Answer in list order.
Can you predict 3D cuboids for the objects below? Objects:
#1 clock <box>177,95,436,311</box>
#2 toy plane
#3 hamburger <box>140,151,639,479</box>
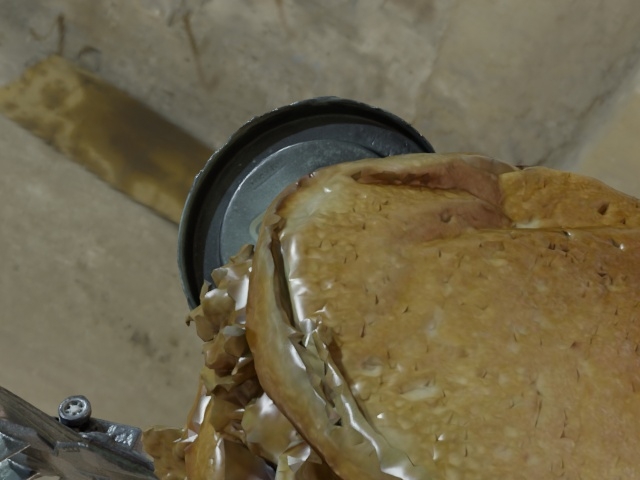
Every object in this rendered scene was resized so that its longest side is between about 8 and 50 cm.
[{"bbox_3d":[0.000,0.000,1.452,0.386,0.386,0.076,46,0,23],"label":"clock"},{"bbox_3d":[-0.180,0.204,0.996,0.268,0.212,0.088,6,44,9],"label":"toy plane"},{"bbox_3d":[0.053,0.097,0.429,0.245,0.211,0.260,21,42,-5],"label":"hamburger"}]
